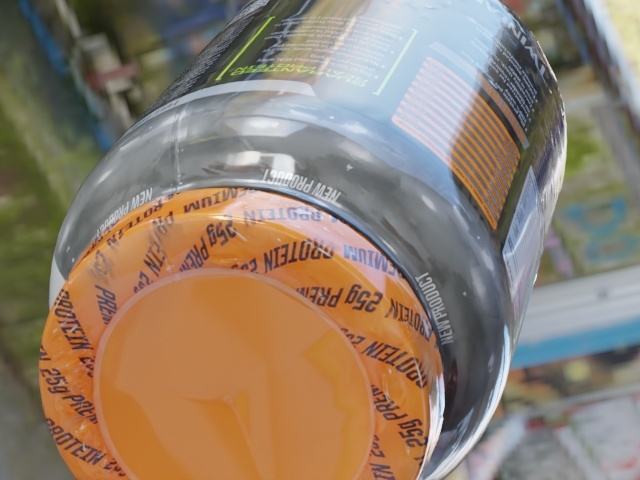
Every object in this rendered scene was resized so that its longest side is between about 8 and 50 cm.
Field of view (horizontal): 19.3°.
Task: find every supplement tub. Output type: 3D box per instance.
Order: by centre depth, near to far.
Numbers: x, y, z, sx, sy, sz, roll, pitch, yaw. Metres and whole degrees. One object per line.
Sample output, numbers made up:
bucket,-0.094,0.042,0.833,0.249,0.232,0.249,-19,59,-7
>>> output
supplement tub,0.000,0.000,0.501,0.190,0.117,0.117,-59,132,-64
